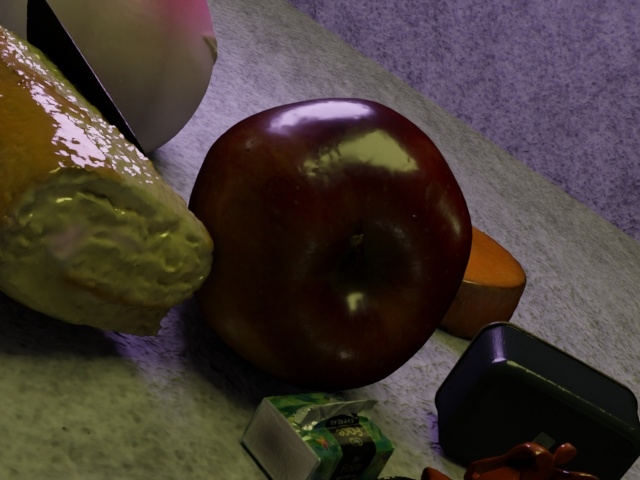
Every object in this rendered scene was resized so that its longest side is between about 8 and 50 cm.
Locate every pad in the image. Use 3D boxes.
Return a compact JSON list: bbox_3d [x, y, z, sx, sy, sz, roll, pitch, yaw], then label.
[{"bbox_3d":[-0.253,-0.132,1.118,0.004,0.181,0.267,-25,70,-26],"label":"pad"}]

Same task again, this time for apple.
[{"bbox_3d":[0.000,0.000,1.047,0.288,0.288,0.317,22,1,-24],"label":"apple"}]

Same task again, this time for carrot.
[{"bbox_3d":[0.144,0.025,1.500,0.307,0.100,0.258,30,20,20],"label":"carrot"}]

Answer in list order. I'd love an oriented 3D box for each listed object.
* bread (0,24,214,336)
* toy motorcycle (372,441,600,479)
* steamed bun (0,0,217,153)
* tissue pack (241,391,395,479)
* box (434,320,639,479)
[{"bbox_3d":[-0.282,-0.075,0.957,0.375,0.165,0.236,43,8,35],"label":"bread"},{"bbox_3d":[0.186,0.290,0.848,0.221,0.147,0.325,-11,39,-31],"label":"toy motorcycle"},{"bbox_3d":[-0.263,-0.278,1.335,0.309,0.309,0.309,27,20,-11],"label":"steamed bun"},{"bbox_3d":[0.004,0.173,0.931,0.111,0.079,0.085,6,30,-50],"label":"tissue pack"},{"bbox_3d":[0.232,0.196,1.117,0.201,0.144,0.090,30,23,-6],"label":"box"}]
